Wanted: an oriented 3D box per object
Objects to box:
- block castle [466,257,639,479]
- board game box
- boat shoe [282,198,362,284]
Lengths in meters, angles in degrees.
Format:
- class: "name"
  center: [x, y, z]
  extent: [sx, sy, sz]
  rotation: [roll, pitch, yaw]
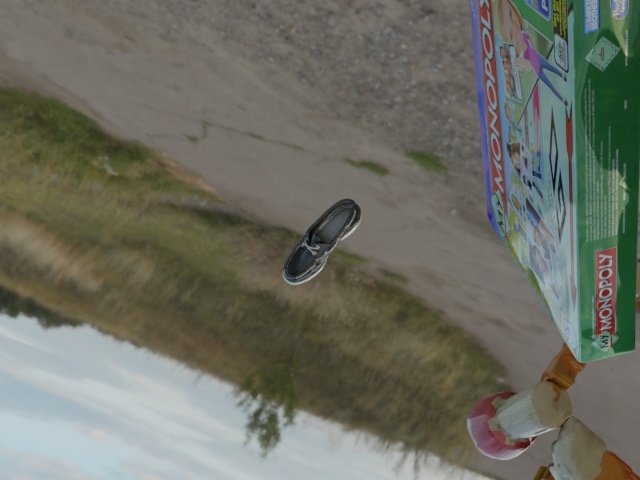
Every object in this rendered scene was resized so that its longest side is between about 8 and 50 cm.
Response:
- class: "block castle"
  center: [0.440, 0.274, 1.027]
  extent: [0.453, 0.303, 0.213]
  rotation: [40, 156, 6]
- class: "board game box"
  center: [0.162, -0.099, 0.586]
  extent: [0.213, 0.046, 0.317]
  rotation: [-106, 3, -57]
- class: "boat shoe"
  center: [0.000, 0.000, 0.968]
  extent: [0.046, 0.125, 0.038]
  rotation: [46, 175, 22]
